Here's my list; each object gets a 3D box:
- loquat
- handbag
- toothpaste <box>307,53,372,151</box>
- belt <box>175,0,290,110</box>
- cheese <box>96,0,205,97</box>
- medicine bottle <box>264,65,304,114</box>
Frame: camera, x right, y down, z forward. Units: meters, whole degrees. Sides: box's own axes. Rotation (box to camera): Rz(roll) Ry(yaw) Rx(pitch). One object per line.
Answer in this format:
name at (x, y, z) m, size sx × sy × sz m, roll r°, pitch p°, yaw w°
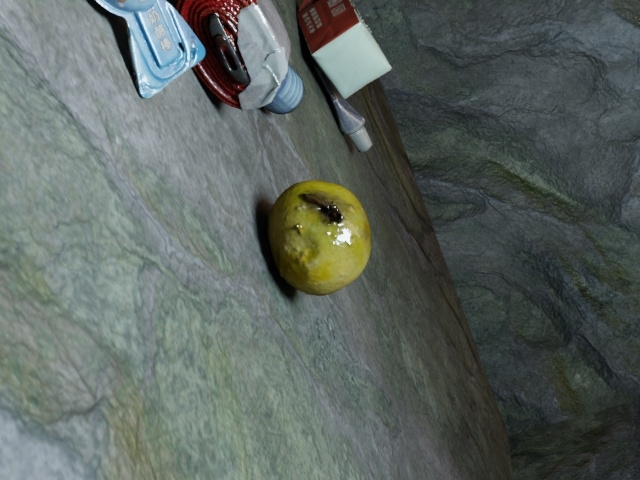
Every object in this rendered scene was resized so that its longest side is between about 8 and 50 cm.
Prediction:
loquat at (0.000, 0.000, 1.255) m, size 0.204 × 0.149 × 0.172 m, roll 77°, pitch 0°, yaw -60°
handbag at (0.046, -0.501, 2.085) m, size 0.171 × 0.151 × 0.298 m, roll 48°, pitch 15°, yaw -38°
toothpaste at (0.047, -0.349, 2.134) m, size 0.282 × 0.068 × 0.099 m, roll 57°, pitch -14°, yaw -15°
belt at (-0.122, -0.283, 1.188) m, size 0.201 × 0.128 × 0.124 m, roll 59°, pitch 18°, yaw -29°
cheese at (-0.208, -0.291, 0.944) m, size 0.135 × 0.052 × 0.245 m, roll -46°, pitch 127°, yaw -37°
medicine bottle at (-0.092, -0.268, 1.391) m, size 0.203 × 0.083 × 0.084 m, roll 18°, pitch 54°, yaw -73°
